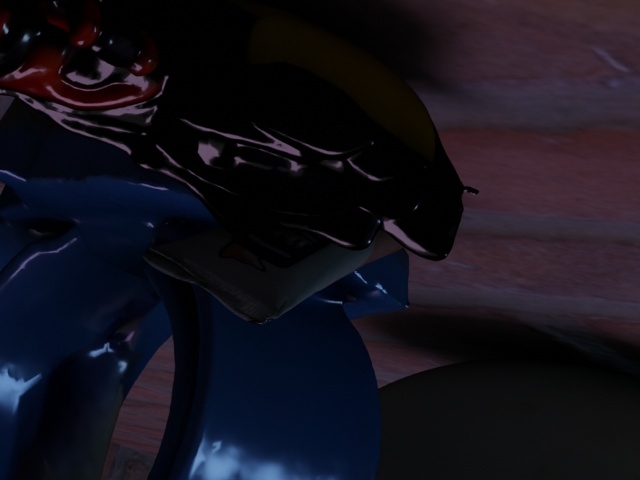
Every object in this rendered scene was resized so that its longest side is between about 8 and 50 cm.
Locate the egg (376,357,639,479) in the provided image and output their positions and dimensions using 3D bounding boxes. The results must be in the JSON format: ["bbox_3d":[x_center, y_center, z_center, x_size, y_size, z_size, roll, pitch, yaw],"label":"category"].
[{"bbox_3d":[0.164,0.224,0.970,0.389,0.276,0.276,12,166,20],"label":"egg"}]

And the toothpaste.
[{"bbox_3d":[0.000,0.000,0.590,0.056,0.036,0.205,27,-160,18],"label":"toothpaste"}]

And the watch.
[{"bbox_3d":[-0.123,0.086,0.750,0.305,0.274,0.241,-7,155,44],"label":"watch"}]

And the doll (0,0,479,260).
[{"bbox_3d":[-0.047,-0.059,0.514,0.249,0.088,0.127,23,-157,-16],"label":"doll"}]
